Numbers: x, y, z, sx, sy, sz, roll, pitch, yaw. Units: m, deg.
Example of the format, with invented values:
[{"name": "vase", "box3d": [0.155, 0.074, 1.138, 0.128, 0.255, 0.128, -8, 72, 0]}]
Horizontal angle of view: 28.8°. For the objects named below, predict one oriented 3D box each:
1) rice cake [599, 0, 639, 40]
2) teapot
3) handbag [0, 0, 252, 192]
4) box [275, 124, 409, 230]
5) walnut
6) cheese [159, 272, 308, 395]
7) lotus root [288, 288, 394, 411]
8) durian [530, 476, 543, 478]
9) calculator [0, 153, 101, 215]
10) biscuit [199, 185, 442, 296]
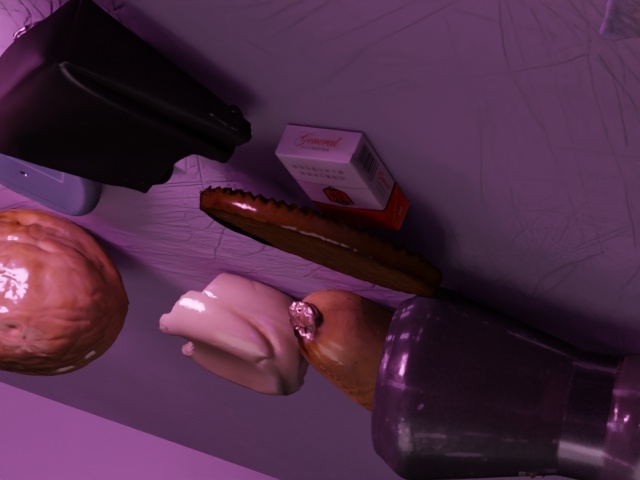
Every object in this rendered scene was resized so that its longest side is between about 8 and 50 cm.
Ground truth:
[{"name": "rice cake", "box3d": [0.241, -0.207, 0.836, 0.069, 0.063, 0.206, 15, 159, 9]}, {"name": "teapot", "box3d": [0.258, 0.214, 1.617, 0.343, 0.253, 0.300, 11, 171, 15]}, {"name": "handbag", "box3d": [-0.237, -0.145, 1.401, 0.257, 0.114, 0.285, 27, 152, -28]}, {"name": "box", "box3d": [0.027, -0.070, 1.413, 0.100, 0.048, 0.152, 11, 159, 32]}, {"name": "walnut", "box3d": [-0.460, 0.089, 1.995, 0.312, 0.252, 0.277, 9, 157, 7]}, {"name": "cheese", "box3d": [-0.126, 0.148, 1.978, 0.233, 0.127, 0.266, 20, 158, 7]}, {"name": "lotus root", "box3d": [0.071, 0.160, 1.791, 0.131, 0.146, 0.303, -37, 129, 15]}, {"name": "durian", "box3d": [0.301, 0.283, 1.884, 0.106, 0.132, 0.375, 18, 168, 48]}, {"name": "calculator", "box3d": [-0.399, -0.099, 1.763, 0.185, 0.041, 0.299, 26, 160, -6]}, {"name": "biscuit", "box3d": [0.000, 0.000, 1.530, 0.317, 0.040, 0.318, 20, 175, 2]}]
